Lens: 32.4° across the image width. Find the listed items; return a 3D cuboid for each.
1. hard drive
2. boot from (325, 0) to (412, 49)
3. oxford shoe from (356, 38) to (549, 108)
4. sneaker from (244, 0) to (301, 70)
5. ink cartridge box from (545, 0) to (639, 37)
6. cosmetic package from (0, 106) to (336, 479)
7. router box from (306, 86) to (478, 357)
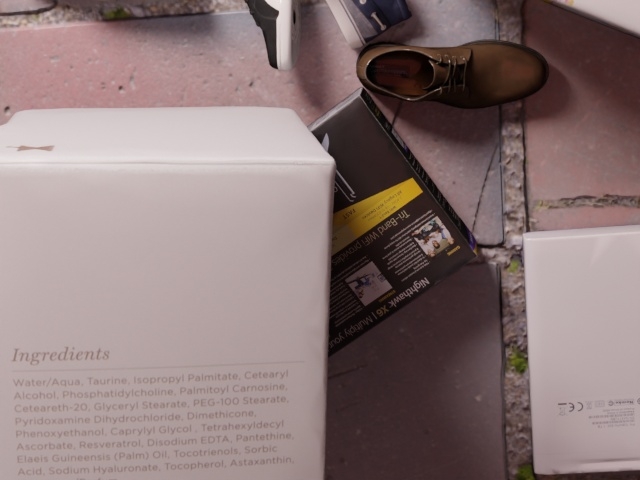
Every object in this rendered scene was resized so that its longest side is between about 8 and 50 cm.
[{"bbox_3d":[0.368,0.139,1.389,0.210,0.040,0.319,-4,106,6],"label":"hard drive"},{"bbox_3d":[0.033,-0.311,1.253,0.086,0.069,0.190,-28,133,6],"label":"boot"},{"bbox_3d":[0.154,-0.189,1.285,0.227,0.096,0.083,-1,104,4],"label":"oxford shoe"},{"bbox_3d":[-0.089,-0.305,1.286,0.121,0.079,0.217,-1,98,9],"label":"sneaker"},{"bbox_3d":[0.278,-0.309,1.171,0.306,0.226,0.131,21,106,0],"label":"ink cartridge box"},{"bbox_3d":[-0.170,0.077,1.152,0.327,0.329,0.394,-1,105,-8],"label":"cosmetic package"},{"bbox_3d":[0.000,0.000,1.359,0.308,0.081,0.243,-35,100,13],"label":"router box"}]
